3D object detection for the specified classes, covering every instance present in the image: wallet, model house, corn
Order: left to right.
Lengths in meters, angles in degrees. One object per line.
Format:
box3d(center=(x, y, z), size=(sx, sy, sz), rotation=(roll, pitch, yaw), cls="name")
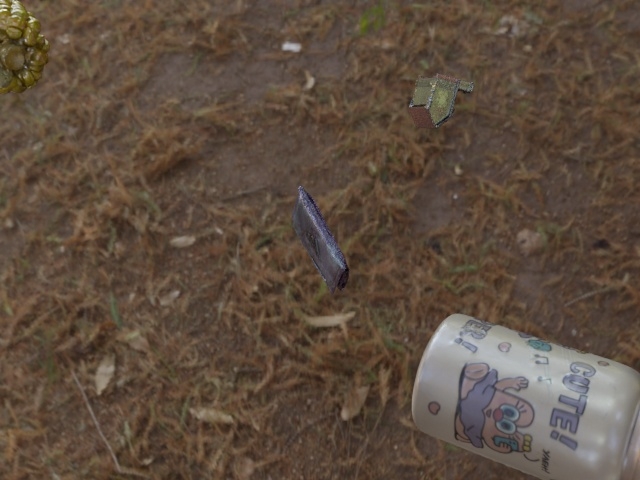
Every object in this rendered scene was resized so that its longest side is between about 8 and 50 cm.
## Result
box3d(center=(-0.387, -0.241, 0.871), size=(0.101, 0.101, 0.292), rotation=(-34, 38, -19), cls="corn")
box3d(center=(0.001, -0.001, 1.280), size=(0.030, 0.111, 0.166), rotation=(-23, 71, -19), cls="wallet")
box3d(center=(0.129, -0.150, 0.849), size=(0.057, 0.083, 0.058), rotation=(11, 96, -17), cls="model house")

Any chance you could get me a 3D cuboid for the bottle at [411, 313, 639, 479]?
box3d(center=(0.178, 0.119, 0.540), size=(0.209, 0.110, 0.097), rotation=(15, 19, 29), cls="bottle")
